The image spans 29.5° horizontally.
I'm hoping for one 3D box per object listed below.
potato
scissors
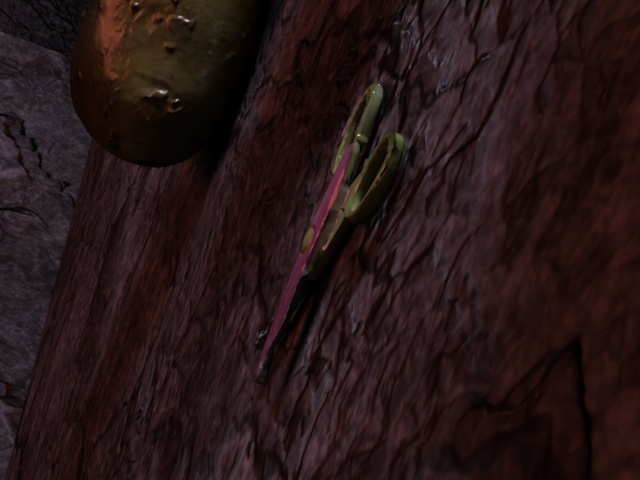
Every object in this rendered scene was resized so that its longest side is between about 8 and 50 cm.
[{"bbox_3d":[-0.152,-0.216,1.233,0.210,0.173,0.307,-111,39,-70],"label":"potato"},{"bbox_3d":[0.000,0.000,0.737,0.133,0.020,0.187,-101,35,-67],"label":"scissors"}]
